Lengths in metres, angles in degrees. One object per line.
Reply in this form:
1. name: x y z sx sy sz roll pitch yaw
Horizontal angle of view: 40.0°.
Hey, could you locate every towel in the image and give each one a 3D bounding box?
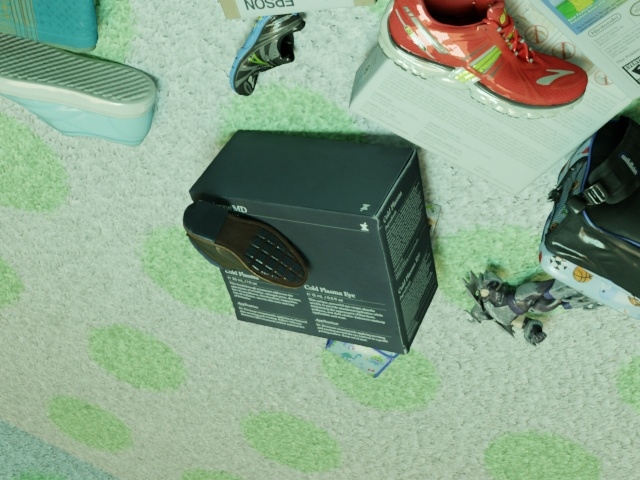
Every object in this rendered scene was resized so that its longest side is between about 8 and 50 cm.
1. towel: -0.464 -0.458 1.282 0.271 0.040 0.370 14 137 6

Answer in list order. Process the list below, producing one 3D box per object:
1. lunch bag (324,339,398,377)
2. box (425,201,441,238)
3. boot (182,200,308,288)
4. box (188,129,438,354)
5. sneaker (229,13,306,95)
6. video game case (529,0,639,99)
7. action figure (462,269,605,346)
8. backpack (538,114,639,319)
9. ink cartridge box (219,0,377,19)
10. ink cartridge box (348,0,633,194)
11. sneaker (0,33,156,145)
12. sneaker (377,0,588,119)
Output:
1. lunch bag: 0.102 0.184 1.763 0.128 0.096 0.151 33 123 -10
2. box: 0.138 0.003 1.590 0.114 0.036 0.207 17 139 4
3. boot: -0.123 0.014 1.411 0.219 0.082 0.106 32 162 -5
4. box: 0.000 0.000 1.495 0.343 0.179 0.313 9 137 25
5. sneaker: -0.083 -0.283 1.350 0.078 0.067 0.188 34 134 -6
6. video game case: 0.397 -0.333 0.971 0.300 0.036 0.329 34 135 -25
7. action figure: 0.370 0.106 1.564 0.185 0.099 0.285 35 141 -29
8. backpack: 0.449 -0.037 1.255 0.276 0.263 0.213 30 143 -6
9. ink cartridge box: -0.043 -0.409 1.185 0.234 0.088 0.193 -1 133 22
10. ink cartridge box: 0.264 -0.250 1.199 0.308 0.091 0.385 25 139 -17
11. sneaker: -0.463 -0.242 1.498 0.365 0.135 0.150 19 136 3
12. sneaker: 0.211 -0.238 1.077 0.278 0.107 0.118 16 133 -9
